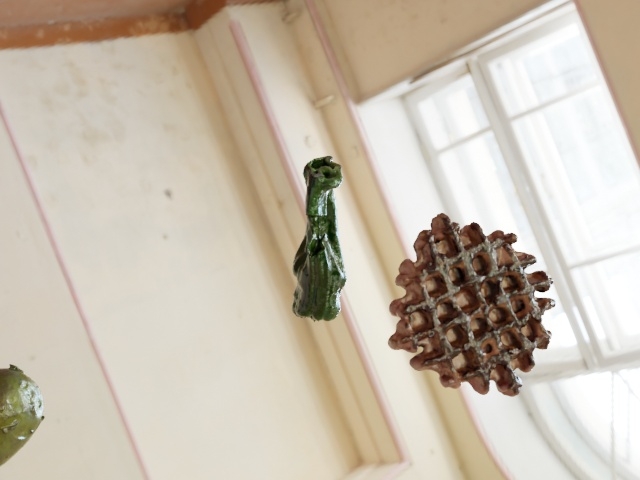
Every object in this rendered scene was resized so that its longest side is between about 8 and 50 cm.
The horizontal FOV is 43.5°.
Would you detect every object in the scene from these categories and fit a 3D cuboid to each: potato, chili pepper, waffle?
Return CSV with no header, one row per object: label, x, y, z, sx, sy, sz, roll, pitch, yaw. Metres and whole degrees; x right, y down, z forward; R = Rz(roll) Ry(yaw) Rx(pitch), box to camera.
potato,-0.614,0.325,1.354,0.298,0.176,0.141,-26,-173,-14
chili pepper,0.000,0.000,1.218,0.083,0.254,0.099,1,-164,-4
waffle,0.201,0.088,1.041,0.234,0.221,0.055,23,167,-13
